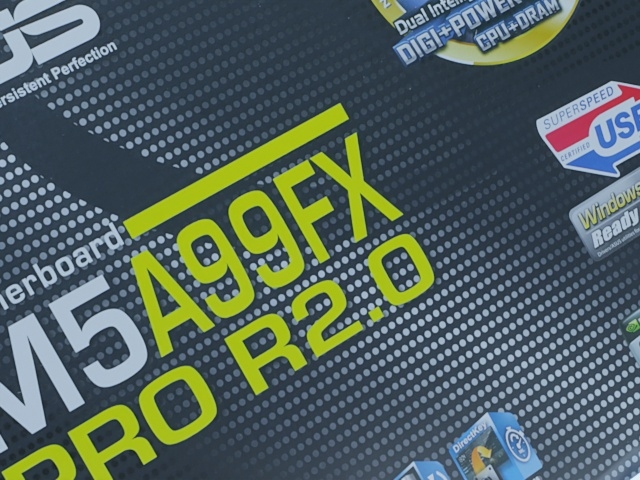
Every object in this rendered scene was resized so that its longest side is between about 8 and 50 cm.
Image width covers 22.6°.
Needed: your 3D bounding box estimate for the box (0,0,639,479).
[{"bbox_3d":[0.000,0.000,0.480,0.270,0.216,0.060,-30,-177,-22],"label":"box"}]
